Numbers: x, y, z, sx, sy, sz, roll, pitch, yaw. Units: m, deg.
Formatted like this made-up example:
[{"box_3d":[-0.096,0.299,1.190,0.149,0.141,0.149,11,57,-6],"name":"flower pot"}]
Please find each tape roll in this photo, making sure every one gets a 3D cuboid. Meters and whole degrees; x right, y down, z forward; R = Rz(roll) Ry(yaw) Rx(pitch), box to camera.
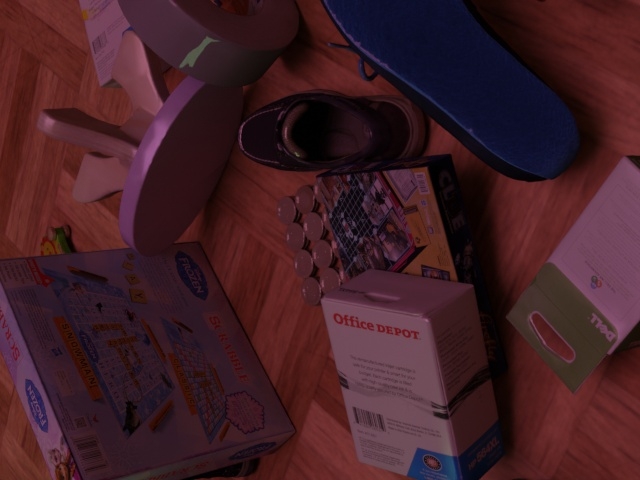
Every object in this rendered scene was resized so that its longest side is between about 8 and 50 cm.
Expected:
[{"box_3d":[-0.134,-0.292,1.266,0.072,0.219,0.219,-42,65,39],"name":"tape roll"}]

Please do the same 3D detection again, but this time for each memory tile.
[{"box_3d":[0.000,0.000,1.302,0.113,0.012,0.148,-29,72,44],"name":"memory tile"}]

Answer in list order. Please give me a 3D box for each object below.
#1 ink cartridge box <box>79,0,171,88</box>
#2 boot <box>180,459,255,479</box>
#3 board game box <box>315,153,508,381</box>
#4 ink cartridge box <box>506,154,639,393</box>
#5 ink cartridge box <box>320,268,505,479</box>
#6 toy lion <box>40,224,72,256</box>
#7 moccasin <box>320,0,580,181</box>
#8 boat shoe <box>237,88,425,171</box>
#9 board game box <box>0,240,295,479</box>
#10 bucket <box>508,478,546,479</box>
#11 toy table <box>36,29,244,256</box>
[{"box_3d":[-0.280,-0.350,1.512,0.134,0.078,0.231,-25,76,44],"name":"ink cartridge box"},{"box_3d":[-0.224,0.264,1.439,0.236,0.179,0.085,28,113,40],"name":"boot"},{"box_3d":[0.097,0.033,1.132,0.165,0.042,0.243,-1,111,46],"name":"board game box"},{"box_3d":[0.277,0.033,0.981,0.109,0.062,0.209,51,127,30],"name":"ink cartridge box"},{"box_3d":[0.097,0.141,1.093,0.148,0.086,0.203,8,117,44],"name":"ink cartridge box"},{"box_3d":[-0.437,0.028,1.749,0.100,0.034,0.096,58,137,25],"name":"toy lion"},{"box_3d":[0.104,-0.178,1.036,0.138,0.117,0.342,-38,83,-1],"name":"moccasin"},{"box_3d":[-0.009,-0.130,1.240,0.285,0.092,0.102,7,97,45],"name":"boat shoe"},{"box_3d":[-0.232,0.154,1.339,0.066,0.318,0.318,-49,59,38],"name":"board game box"},{"box_3d":[0.180,0.381,1.028,0.281,0.183,0.281,6,99,44],"name":"bucket"},{"box_3d":[-0.229,-0.134,1.387,0.161,0.252,0.274,33,102,21],"name":"toy table"}]
